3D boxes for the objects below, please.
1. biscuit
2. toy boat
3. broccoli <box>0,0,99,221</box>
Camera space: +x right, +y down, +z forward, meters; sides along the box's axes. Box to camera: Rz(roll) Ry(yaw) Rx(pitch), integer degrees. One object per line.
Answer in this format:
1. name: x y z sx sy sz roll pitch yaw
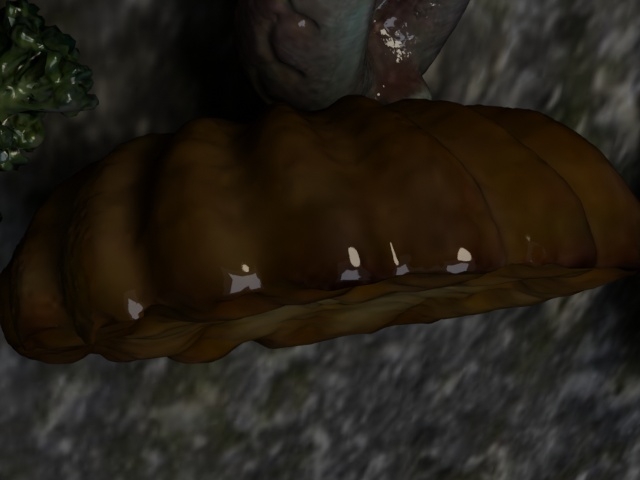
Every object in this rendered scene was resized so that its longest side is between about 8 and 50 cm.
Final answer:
1. biscuit: 0.000 0.000 0.642 0.326 0.326 0.107 -3 83 -21
2. toy boat: 0.038 -0.129 0.603 0.155 0.085 0.227 -38 163 -37
3. broccoli: -0.192 -0.042 0.585 0.167 0.160 0.154 -8 157 -30
